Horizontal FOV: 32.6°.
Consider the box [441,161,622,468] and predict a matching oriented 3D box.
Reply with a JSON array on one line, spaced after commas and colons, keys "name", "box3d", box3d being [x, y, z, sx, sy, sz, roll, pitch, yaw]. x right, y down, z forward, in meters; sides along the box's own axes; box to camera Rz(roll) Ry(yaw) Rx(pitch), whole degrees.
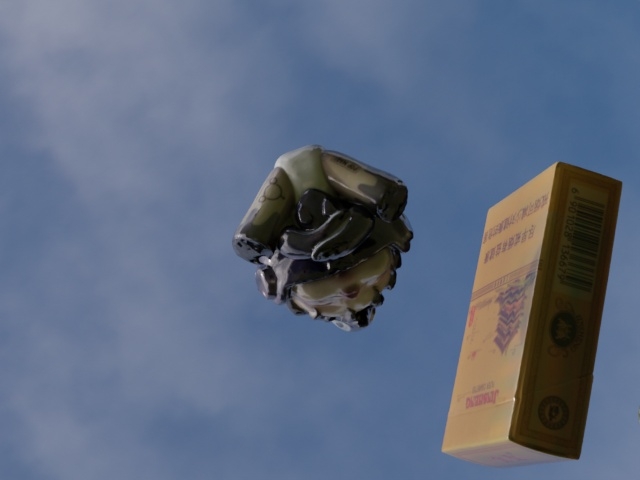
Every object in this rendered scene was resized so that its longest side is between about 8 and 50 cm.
[{"name": "box", "box3d": [0.205, 0.080, 1.080, 0.076, 0.174, 0.274, 16, -108, -9]}]

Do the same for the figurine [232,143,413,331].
[{"name": "figurine", "box3d": [0.000, 0.000, 0.940, 0.145, 0.222, 0.145, -3, -115, 6]}]

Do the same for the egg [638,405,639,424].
[{"name": "egg", "box3d": [0.266, 0.122, 0.748, 0.110, 0.085, 0.085, 2, -92, -21]}]
